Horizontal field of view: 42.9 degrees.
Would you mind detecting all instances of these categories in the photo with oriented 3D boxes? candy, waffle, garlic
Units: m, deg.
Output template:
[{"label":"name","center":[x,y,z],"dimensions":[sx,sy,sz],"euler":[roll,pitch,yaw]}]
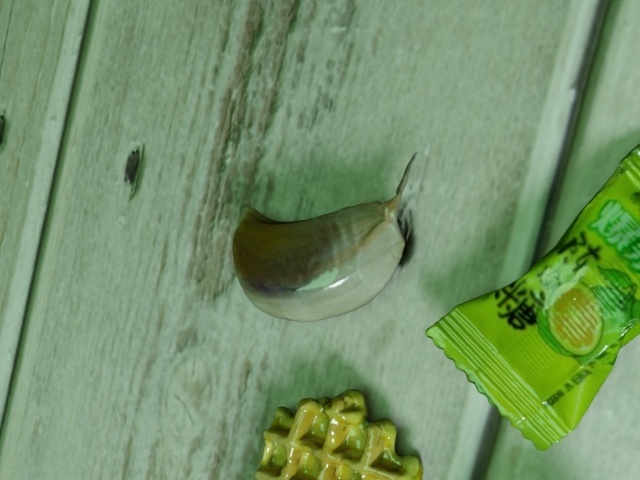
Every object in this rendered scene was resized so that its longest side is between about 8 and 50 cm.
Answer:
[{"label":"candy","center":[0.217,0.049,0.645],"dimensions":[0.246,0.069,0.149],"euler":[-45,67,18]},{"label":"waffle","center":[0.013,0.242,0.752],"dimensions":[0.160,0.055,0.211],"euler":[12,93,28]},{"label":"garlic","center":[0.008,0.006,0.750],"dimensions":[0.198,0.090,0.129],"euler":[-20,66,30]}]
